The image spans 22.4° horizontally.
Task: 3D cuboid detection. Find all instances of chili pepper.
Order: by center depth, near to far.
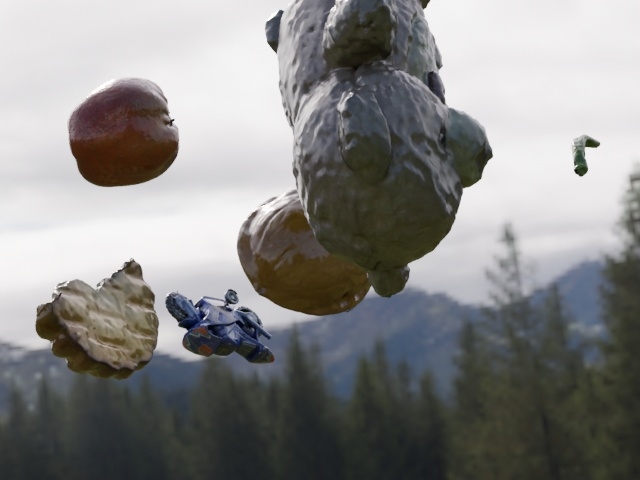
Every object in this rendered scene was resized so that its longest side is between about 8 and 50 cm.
[{"bbox_3d":[0.245,-0.082,1.506,0.017,0.030,0.083,-28,18,26],"label":"chili pepper"}]

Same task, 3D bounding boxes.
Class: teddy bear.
[{"bbox_3d":[0.042,-0.102,1.251,0.151,0.267,0.236,-16,-45,-1],"label":"teddy bear"}]

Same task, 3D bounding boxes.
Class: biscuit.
[{"bbox_3d":[-0.230,0.092,1.674,0.061,0.118,0.183,-25,-3,26],"label":"biscuit"}]

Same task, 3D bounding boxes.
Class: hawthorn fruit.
[{"bbox_3d":[-0.314,-0.167,2.570,0.189,0.189,0.189,-7,-7,-1],"label":"hawthorn fruit"}]

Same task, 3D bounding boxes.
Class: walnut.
[{"bbox_3d":[0.000,-0.001,1.878,0.087,0.167,0.211,-48,-4,34],"label":"walnut"}]

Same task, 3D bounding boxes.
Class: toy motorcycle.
[{"bbox_3d":[-0.161,0.141,2.570,0.205,0.114,0.076,16,-47,-44],"label":"toy motorcycle"}]
